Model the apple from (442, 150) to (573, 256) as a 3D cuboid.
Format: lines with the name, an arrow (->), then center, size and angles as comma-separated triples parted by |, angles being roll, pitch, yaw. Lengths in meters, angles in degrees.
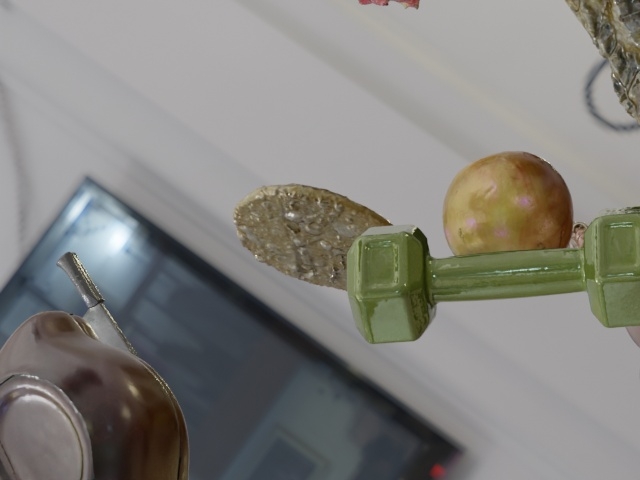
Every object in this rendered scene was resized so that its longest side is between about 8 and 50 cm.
apple -> 0.200, -0.029, 1.828 | 0.146, 0.146, 0.146 | -53, -9, -12

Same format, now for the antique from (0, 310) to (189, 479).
antique -> -0.240, 0.205, 1.736 | 0.223, 0.278, 0.129 | -36, -20, 28

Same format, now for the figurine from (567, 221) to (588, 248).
figurine -> 0.333, 0.002, 2.444 | 0.114, 0.157, 0.126 | -39, -35, -75

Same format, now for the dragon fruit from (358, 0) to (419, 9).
dragon fruit -> 0.069, -0.391, 2.106 | 0.268, 0.210, 0.205 | 3, -69, -67

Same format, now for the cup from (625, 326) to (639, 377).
cup -> 0.453, 0.092, 2.007 | 0.253, 0.191, 0.200 | -57, 27, -16

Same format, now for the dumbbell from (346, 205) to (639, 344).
dumbbell -> 0.176, 0.033, 1.634 | 0.108, 0.302, 0.121 | 57, -150, -65

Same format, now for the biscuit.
biscuit -> 0.000, -0.001, 2.014 | 0.220, 0.220, 0.033 | 109, 178, -61

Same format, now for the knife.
knife -> -0.295, 0.115, 2.305 | 0.060, 0.230, 0.028 | -46, -26, 23

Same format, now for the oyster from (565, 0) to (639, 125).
oyster -> 0.389, -0.262, 2.189 | 0.129, 0.345, 0.079 | -42, -17, 23
